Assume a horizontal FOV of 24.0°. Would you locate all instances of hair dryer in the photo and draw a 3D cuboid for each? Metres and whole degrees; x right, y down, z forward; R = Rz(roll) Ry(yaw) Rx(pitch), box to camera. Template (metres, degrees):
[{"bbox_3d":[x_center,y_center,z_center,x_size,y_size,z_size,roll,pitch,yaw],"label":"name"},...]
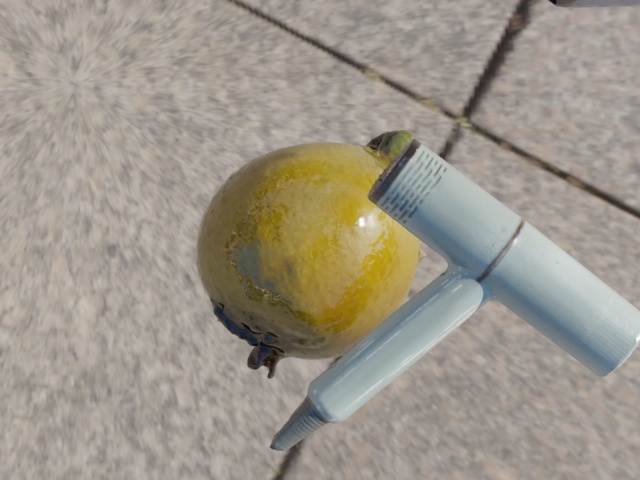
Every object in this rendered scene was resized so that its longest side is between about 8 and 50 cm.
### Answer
[{"bbox_3d":[0.054,0.064,0.782,0.155,0.044,0.183,37,100,-1],"label":"hair dryer"}]

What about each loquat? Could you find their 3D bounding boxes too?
[{"bbox_3d":[0.000,0.000,1.098,0.204,0.172,0.149,-45,61,-4],"label":"loquat"}]

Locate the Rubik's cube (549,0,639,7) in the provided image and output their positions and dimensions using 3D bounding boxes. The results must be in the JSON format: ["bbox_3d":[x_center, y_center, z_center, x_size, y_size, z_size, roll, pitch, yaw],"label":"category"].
[{"bbox_3d":[0.270,-0.280,0.698,0.287,0.293,0.291,-4,84,-14],"label":"Rubik's cube"}]
